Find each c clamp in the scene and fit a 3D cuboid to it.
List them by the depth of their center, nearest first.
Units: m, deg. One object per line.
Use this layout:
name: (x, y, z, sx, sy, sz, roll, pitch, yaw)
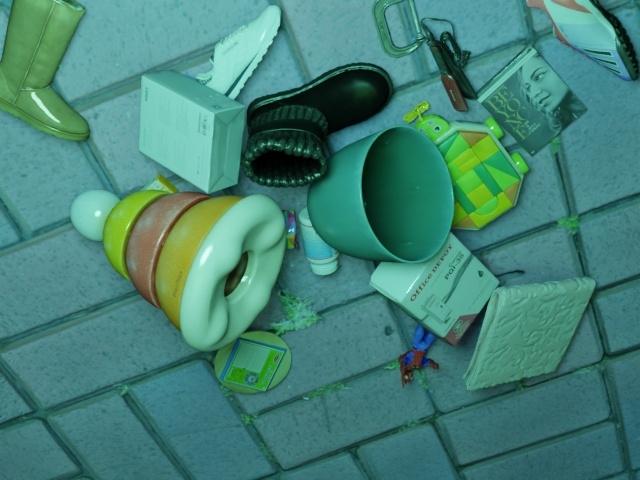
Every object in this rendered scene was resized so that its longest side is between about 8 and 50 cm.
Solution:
c clamp: (0.181, -0.471, 1.633, 0.137, 0.022, 0.160, -13, 121, 2)

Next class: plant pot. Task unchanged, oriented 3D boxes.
plant pot: (0.111, -0.087, 1.702, 0.235, 0.293, 0.293, -8, 134, 48)

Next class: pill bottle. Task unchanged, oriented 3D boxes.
pill bottle: (0.000, 0.000, 1.859, 0.087, 0.087, 0.160, -9, 122, -1)

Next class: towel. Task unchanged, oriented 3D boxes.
towel: (0.544, 0.239, 2.026, 0.332, 0.053, 0.317, -5, 124, -30)

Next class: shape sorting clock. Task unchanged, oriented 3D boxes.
shape sorting clock: (-0.180, 0.325, 2.061, 0.206, 0.040, 0.206, -3, 118, -6)

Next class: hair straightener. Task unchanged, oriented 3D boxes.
hair straightener: (0.283, -0.394, 1.680, 0.089, 0.047, 0.230, -49, 121, -20)

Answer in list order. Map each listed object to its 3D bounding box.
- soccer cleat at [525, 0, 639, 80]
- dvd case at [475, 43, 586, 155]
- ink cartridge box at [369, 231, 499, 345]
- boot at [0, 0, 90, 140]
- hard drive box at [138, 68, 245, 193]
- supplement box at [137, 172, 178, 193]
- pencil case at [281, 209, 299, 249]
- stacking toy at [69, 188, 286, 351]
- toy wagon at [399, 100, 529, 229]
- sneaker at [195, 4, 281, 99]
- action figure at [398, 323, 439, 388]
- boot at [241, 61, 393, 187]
soccer cleat: (0.572, -0.448, 1.657, 0.116, 0.108, 0.318, -30, 124, 35)
dvd case: (0.481, -0.316, 1.763, 0.221, 0.018, 0.164, 39, 110, -25)
ink cartridge box: (0.278, 0.101, 1.851, 0.207, 0.117, 0.283, -54, 134, -2)
boot: (-0.545, -0.361, 1.581, 0.236, 0.089, 0.269, 23, 114, -19)
hard drive box: (-0.273, -0.231, 1.606, 0.089, 0.232, 0.181, -24, 135, -44)
supplement box: (-0.386, -0.100, 1.784, 0.098, 0.036, 0.062, -40, 116, 17)
pencil case: (-0.165, -0.019, 1.825, 0.236, 0.104, 0.104, 1, 121, -5)
stacking toy: (-0.344, -0.006, 1.663, 0.480, 0.350, 0.350, 24, 121, 20)
toy wagon: (0.315, -0.174, 1.801, 0.267, 0.068, 0.344, -36, 118, 14)
sneaker: (-0.167, -0.398, 1.606, 0.095, 0.090, 0.235, 34, 111, -13)
action figure: (0.275, 0.289, 2.041, 0.091, 0.139, 0.280, 11, 122, -11)
boot: (0.002, -0.238, 1.613, 0.348, 0.260, 0.131, -20, 121, 6)
